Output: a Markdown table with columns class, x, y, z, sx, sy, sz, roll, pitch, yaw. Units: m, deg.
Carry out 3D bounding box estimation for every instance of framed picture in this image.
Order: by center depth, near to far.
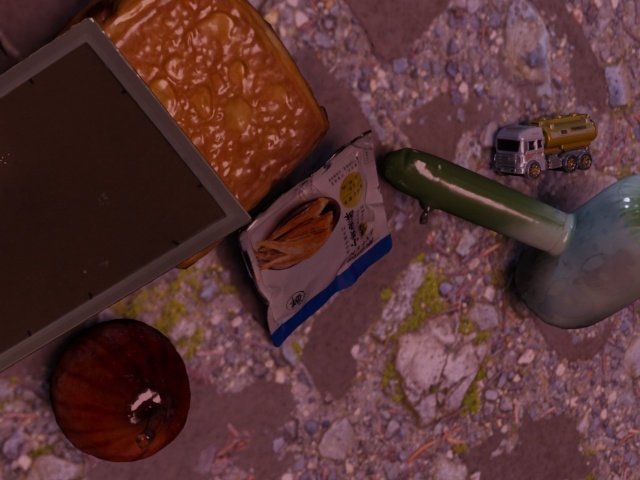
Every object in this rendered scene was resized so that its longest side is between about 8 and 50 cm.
| class | x | y | z | sx | sy | sz | roll | pitch | yaw |
| --- | --- | --- | --- | --- | --- | --- | --- | --- | --- |
| framed picture | -0.223 | -0.024 | 0.895 | 0.273 | 0.016 | 0.216 | -30 | 123 | 10 |

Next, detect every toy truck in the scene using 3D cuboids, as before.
| class | x | y | z | sx | sy | sz | roll | pitch | yaw |
| --- | --- | --- | --- | --- | --- | --- | --- | --- | --- |
| toy truck | 0.246 | -0.104 | 1.244 | 0.123 | 0.052 | 0.063 | -11 | 104 | -33 |

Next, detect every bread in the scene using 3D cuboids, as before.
| class | x | y | z | sx | sy | sz | roll | pitch | yaw |
| --- | --- | --- | --- | --- | --- | --- | --- | --- | --- |
| bread | -0.123 | -0.114 | 0.968 | 0.210 | 0.099 | 0.235 | -47 | 128 | -12 |

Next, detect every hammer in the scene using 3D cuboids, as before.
| class | x | y | z | sx | sy | sz | roll | pitch | yaw |
| --- | --- | --- | --- | --- | --- | --- | --- | --- | --- |
| hammer | 0.210 | -0.019 | 1.188 | 0.335 | 0.206 | 0.119 | 20 | 52 | -21 |

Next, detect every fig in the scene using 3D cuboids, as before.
| class | x | y | z | sx | sy | sz | roll | pitch | yaw |
| --- | --- | --- | --- | --- | --- | --- | --- | --- | --- |
| fig | -0.171 | 0.126 | 0.981 | 0.128 | 0.150 | 0.128 | 3 | 71 | -9 |

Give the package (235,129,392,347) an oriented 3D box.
| class | x | y | z | sx | sy | sz | roll | pitch | yaw |
| --- | --- | --- | --- | --- | --- | --- | --- | --- | --- |
| package | 0.000 | 0.000 | 1.095 | 0.171 | 0.027 | 0.173 | -41 | 140 | -23 |
